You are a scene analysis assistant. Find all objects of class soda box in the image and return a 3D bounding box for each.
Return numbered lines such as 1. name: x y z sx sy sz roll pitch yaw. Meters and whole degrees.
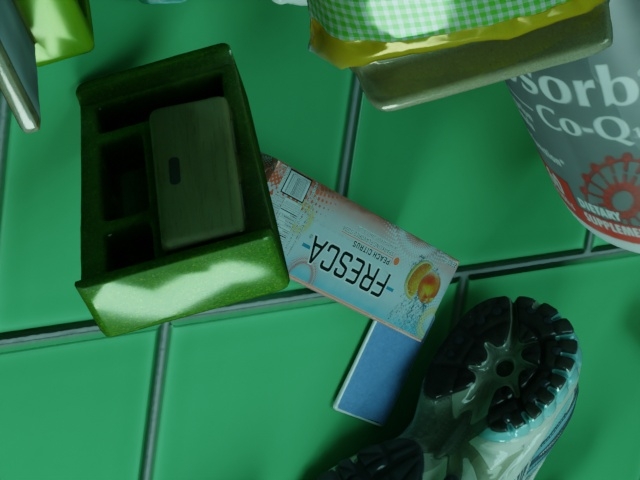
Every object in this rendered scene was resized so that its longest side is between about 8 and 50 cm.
1. soda box: 0.000 0.000 1.124 0.183 0.063 0.058 29 88 -46

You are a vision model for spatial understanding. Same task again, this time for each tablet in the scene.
1. tablet: 0.041 0.078 1.239 0.054 0.006 0.083 25 89 -46

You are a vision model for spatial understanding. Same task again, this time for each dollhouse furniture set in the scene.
1. dollhouse furniture set: 0.004 -0.107 0.903 0.302 0.151 0.197 -16 134 5

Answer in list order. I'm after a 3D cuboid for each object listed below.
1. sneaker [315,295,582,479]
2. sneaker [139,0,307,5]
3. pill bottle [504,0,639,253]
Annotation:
1. sneaker: 0.079 0.175 1.250 0.283 0.110 0.122 -45 147 -12
2. sneaker: -0.055 -0.156 1.005 0.212 0.080 0.094 29 99 -38
3. pill bottle: 0.183 -0.176 1.114 0.210 0.210 0.363 -47 133 -17
